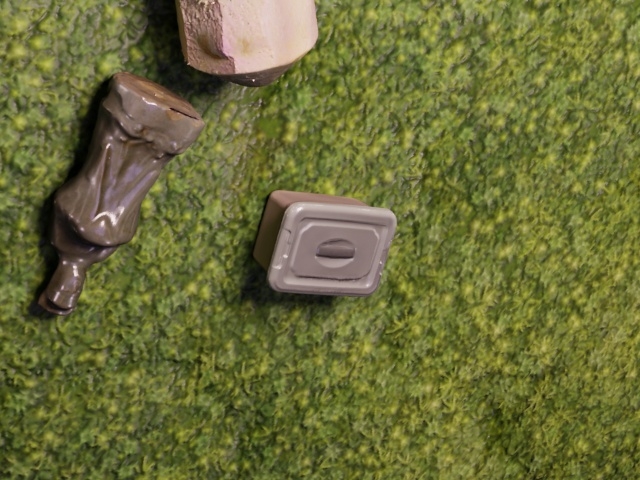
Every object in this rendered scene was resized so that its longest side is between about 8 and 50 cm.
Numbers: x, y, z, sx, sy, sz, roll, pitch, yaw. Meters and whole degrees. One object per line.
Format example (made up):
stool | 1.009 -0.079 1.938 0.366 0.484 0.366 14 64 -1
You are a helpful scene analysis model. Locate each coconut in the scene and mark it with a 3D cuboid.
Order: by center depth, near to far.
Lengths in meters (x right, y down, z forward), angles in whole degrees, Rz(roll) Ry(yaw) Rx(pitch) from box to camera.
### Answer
coconut | -0.060 -0.184 1.158 0.116 0.116 0.122 -20 117 -22

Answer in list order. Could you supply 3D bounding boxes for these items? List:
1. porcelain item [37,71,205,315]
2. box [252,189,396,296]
porcelain item | -0.184 -0.031 1.193 0.081 0.069 0.215 19 107 -41
box | 0.000 0.000 1.316 0.122 0.062 0.089 4 110 -34
